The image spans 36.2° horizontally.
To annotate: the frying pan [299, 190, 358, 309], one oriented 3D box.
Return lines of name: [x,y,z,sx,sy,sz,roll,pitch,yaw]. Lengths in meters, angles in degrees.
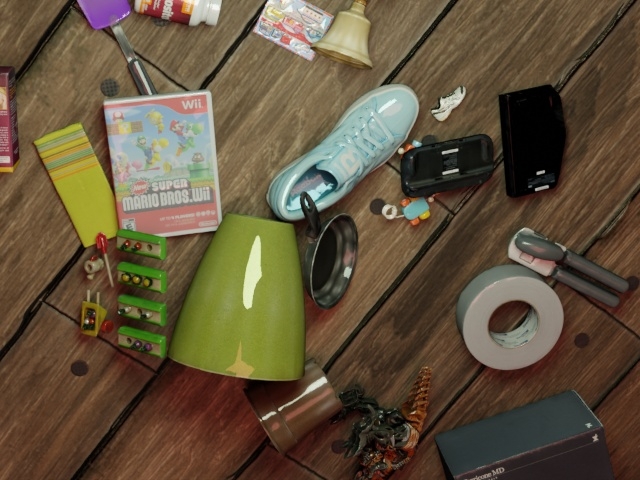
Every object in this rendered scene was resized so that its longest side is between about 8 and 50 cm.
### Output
frying pan: [-0.007,0.029,1.905,0.053,0.326,0.197,13,85,27]

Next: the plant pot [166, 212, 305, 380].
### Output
plant pot: [-0.142,0.100,1.924,0.275,0.275,0.293,9,92,-11]

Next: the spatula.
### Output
spatula: [-0.361,-0.356,1.836,0.084,0.030,0.296,-27,113,-4]

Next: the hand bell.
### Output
hand bell: [0.077,-0.457,1.843,0.126,0.126,0.242,18,93,-13]

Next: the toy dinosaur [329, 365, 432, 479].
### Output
toy dinosaur: [0.137,0.409,2.130,0.218,0.164,0.322,23,86,-29]

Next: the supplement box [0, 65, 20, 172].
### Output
supplement box: [-0.620,-0.226,1.818,0.104,0.081,0.188,0,109,-8]

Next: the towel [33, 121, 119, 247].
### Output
towel: [-0.465,-0.107,1.915,0.102,0.021,0.237,-19,111,4]

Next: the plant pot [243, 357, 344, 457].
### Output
plant pot: [-0.050,0.341,2.055,0.165,0.167,0.167,-31,110,-5]

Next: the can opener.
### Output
can opener: [0.527,0.064,2.070,0.283,0.095,0.076,26,104,-9]

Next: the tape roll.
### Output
tape roll: [0.403,0.164,2.095,0.219,0.072,0.219,-2,110,-7]

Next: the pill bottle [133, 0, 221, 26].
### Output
pill bottle: [-0.260,-0.443,1.794,0.152,0.086,0.086,11,106,-12]

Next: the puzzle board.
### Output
puzzle board: [-0.051,-0.414,1.874,0.128,0.011,0.096,24,104,-16]

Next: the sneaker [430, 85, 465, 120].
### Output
sneaker: [0.254,-0.278,1.951,0.037,0.032,0.083,36,100,-18]

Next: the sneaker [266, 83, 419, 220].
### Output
sneaker: [0.056,-0.156,1.902,0.366,0.150,0.135,-42,110,7]

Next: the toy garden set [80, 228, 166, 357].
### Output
toy garden set: [-0.397,0.100,1.920,0.204,0.049,0.244,11,108,28]

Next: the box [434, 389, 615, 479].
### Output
box: [0.469,0.550,2.182,0.343,0.179,0.312,-18,111,-2]

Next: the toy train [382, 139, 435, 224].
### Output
toy train: [0.187,-0.117,1.986,0.125,0.046,0.166,18,102,-20]

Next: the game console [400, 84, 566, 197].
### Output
game console: [0.327,-0.179,1.961,0.361,0.044,0.213,-13,110,-15]

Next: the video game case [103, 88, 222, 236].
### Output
video game case: [-0.302,-0.143,1.902,0.204,0.025,0.285,-8,113,-12]
